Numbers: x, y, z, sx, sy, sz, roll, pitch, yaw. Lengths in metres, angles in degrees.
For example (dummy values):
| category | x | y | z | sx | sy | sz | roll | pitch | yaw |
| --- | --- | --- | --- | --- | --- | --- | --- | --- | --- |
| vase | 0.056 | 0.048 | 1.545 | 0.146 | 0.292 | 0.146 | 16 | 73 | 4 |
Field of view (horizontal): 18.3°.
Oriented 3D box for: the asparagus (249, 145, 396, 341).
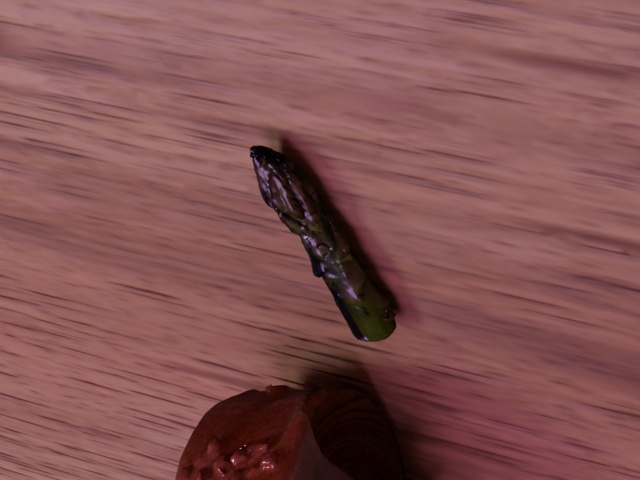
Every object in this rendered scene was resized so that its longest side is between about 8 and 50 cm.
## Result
| category | x | y | z | sx | sy | sz | roll | pitch | yaw |
| --- | --- | --- | --- | --- | --- | --- | --- | --- | --- |
| asparagus | 0.000 | 0.000 | 1.220 | 0.036 | 0.030 | 0.165 | 31 | 159 | 56 |

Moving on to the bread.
| category | x | y | z | sx | sy | sz | roll | pitch | yaw |
| --- | --- | --- | --- | --- | --- | --- | --- | --- | --- |
| bread | -0.009 | 0.200 | 1.323 | 0.142 | 0.224 | 0.212 | 0 | 115 | 28 |
